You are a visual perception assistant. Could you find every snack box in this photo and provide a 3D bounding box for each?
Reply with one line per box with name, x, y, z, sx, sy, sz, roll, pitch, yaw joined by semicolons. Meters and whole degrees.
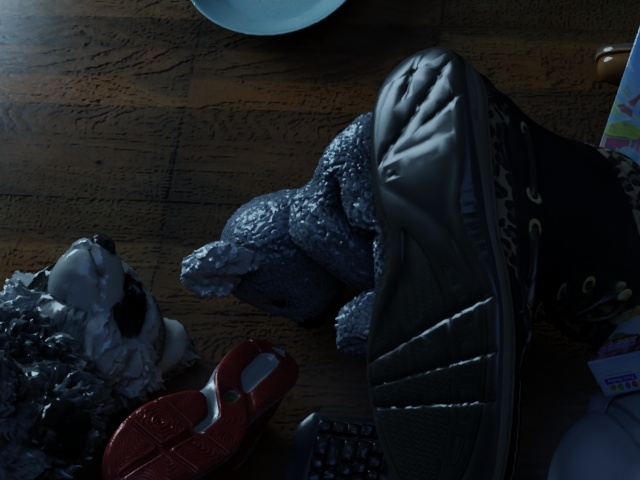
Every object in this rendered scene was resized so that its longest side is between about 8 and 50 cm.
snack box;0.293;0.074;1.289;0.141;0.037;0.100;-17;13;41

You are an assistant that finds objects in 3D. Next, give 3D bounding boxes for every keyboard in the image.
keyboard;0.045;0.303;1.392;0.201;0.033;0.317;7;65;12

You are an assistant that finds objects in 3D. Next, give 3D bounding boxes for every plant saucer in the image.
plant saucer;-0.045;-0.284;1.701;0.195;0.037;0.195;-4;63;7

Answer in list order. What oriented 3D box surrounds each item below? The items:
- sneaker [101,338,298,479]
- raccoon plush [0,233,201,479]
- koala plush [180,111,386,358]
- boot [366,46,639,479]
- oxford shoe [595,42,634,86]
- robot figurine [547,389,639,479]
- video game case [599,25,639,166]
sneaker;-0.106;0.186;1.406;0.087;0.128;0.221;38;44;22
raccoon plush;-0.307;0.187;1.464;0.216;0.299;0.446;45;109;10
koala plush;0.000;0.000;1.465;0.221;0.196;0.203;-11;101;30
boot;0.172;0.051;1.359;0.138;0.284;0.377;-22;63;39
oxford shoe;0.352;-0.129;1.545;0.212;0.076;0.076;21;77;18
robot figurine;0.329;0.187;1.312;0.353;0.200;0.300;-29;30;-7
video game case;0.366;-0.085;1.498;0.212;0.023;0.193;19;95;17
